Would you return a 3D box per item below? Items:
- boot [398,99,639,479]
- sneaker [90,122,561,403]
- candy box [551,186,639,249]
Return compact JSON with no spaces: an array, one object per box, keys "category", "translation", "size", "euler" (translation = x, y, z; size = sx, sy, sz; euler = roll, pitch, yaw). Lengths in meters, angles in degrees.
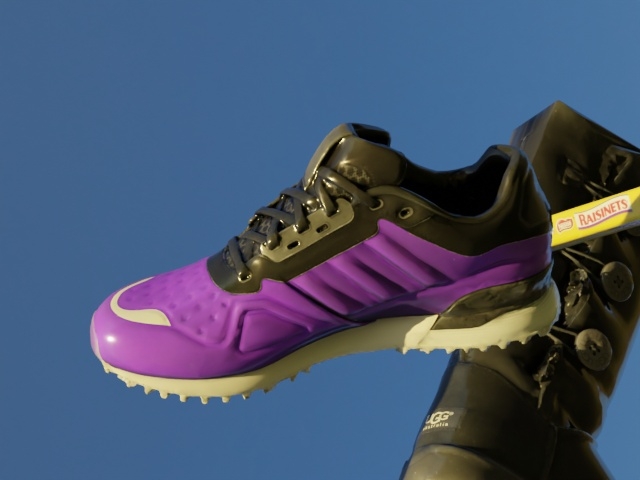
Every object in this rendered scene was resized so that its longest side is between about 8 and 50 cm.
[{"category":"boot","translation":[0.281,0.131,1.262],"size":[0.367,0.146,0.445],"euler":[40,-128,-26]},{"category":"sneaker","translation":[0.000,0.000,0.769],"size":[0.294,0.102,0.146],"euler":[-10,-59,-7]},{"category":"candy box","translation":[0.218,-0.017,0.969],"size":[0.105,0.206,0.027],"euler":[-7,-99,-42]}]
